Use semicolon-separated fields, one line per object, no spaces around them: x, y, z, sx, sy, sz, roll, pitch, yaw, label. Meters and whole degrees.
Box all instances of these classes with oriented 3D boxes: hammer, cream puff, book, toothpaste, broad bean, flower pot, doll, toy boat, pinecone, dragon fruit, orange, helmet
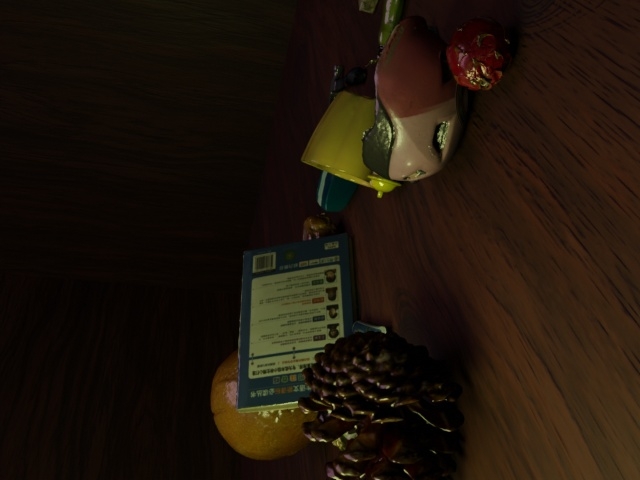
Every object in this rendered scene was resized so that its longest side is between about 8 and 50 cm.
0.073;-0.452;1.637;0.290;0.037;0.137;-144;61;-75;hammer
0.004;-0.001;1.575;0.126;0.103;0.144;107;163;-55;cream puff
-0.058;0.191;1.387;0.039;0.300;0.428;59;-155;-55;book
0.212;-0.374;1.067;0.017;0.020;0.083;110;161;-51;toothpaste
0.167;-0.546;1.260;0.075;0.067;0.325;-37;-42;-66;broad bean
0.073;-0.227;1.261;0.195;0.195;0.179;-151;80;-75;flower pot
0.142;-0.183;1.146;0.129;0.081;0.207;-68;-11;-66;doll
0.067;-0.194;1.437;0.299;0.096;0.062;112;149;-41;toy boat
0.089;0.281;0.837;0.246;0.246;0.292;-145;47;-74;pinecone
0.229;-0.292;0.838;0.190;0.094;0.094;-81;8;-48;dragon fruit
0.106;0.198;1.215;0.197;0.035;0.057;178;83;-75;toothpaste
-0.134;0.412;1.512;0.357;0.322;0.322;124;149;-61;orange
0.166;-0.211;0.919;0.198;0.154;0.253;-29;-34;-59;helmet

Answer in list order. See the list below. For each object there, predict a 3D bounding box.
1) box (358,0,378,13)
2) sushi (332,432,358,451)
0.131;-0.648;1.473;0.098;0.045;0.062;119;155;-54;box
0.066;0.316;1.118;0.291;0.139;0.131;-101;30;-55;sushi
